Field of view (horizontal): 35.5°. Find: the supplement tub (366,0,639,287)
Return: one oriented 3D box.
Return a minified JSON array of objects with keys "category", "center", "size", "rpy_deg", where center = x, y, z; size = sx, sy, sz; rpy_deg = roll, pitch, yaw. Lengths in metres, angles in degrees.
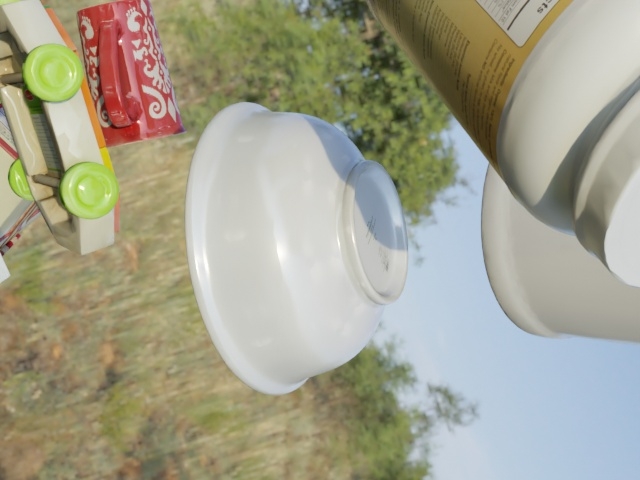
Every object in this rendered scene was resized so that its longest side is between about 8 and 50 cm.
[{"category":"supplement tub","center":[0.183,-0.145,0.665],"size":[0.228,0.228,0.316],"rpy_deg":[75,-12,-52]}]

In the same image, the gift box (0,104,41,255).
[{"category":"gift box","center":[-0.513,-0.124,1.451],"size":[0.255,0.258,0.276],"rpy_deg":[46,31,-2]}]

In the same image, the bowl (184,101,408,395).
[{"category":"bowl","center":[0.000,0.000,0.990],"size":[0.298,0.134,0.297],"rpy_deg":[29,57,-59]}]

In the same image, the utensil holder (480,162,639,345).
[{"category":"utensil holder","center":[0.437,-0.026,1.174],"size":[0.385,0.328,0.327],"rpy_deg":[4,-63,47]}]

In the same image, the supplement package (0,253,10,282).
[{"category":"supplement package","center":[-0.480,0.000,1.059],"size":[0.149,0.203,0.194],"rpy_deg":[16,-47,38]}]

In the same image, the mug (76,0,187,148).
[{"category":"mug","center":[-0.229,-0.204,1.219],"size":[0.150,0.113,0.169],"rpy_deg":[5,-73,65]}]

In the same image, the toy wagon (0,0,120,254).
[{"category":"toy wagon","center":[-0.301,-0.156,1.059],"size":[0.267,0.068,0.344],"rpy_deg":[13,-60,61]}]
